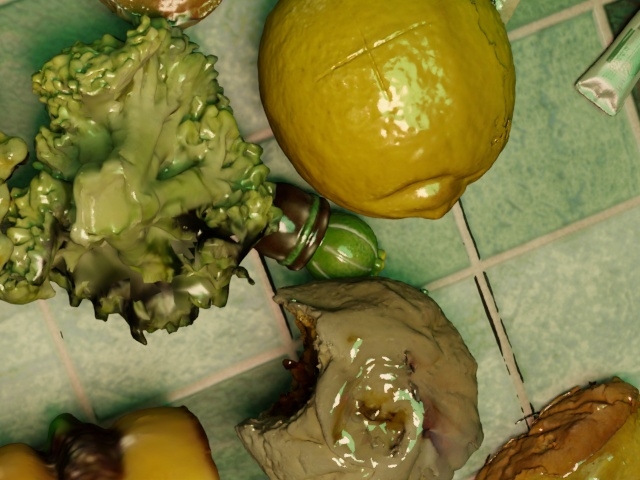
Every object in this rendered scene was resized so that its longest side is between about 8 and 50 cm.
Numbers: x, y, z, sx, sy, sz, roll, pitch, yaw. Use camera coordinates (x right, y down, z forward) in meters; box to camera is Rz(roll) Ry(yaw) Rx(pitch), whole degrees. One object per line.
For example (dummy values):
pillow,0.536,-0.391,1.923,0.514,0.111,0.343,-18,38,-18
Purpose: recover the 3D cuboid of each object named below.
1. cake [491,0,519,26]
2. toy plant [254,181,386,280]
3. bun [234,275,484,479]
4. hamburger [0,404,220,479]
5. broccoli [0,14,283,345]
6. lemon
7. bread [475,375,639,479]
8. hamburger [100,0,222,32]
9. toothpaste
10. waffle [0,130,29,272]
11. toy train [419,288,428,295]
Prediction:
cake,0.202,-0.345,1.716,0.116,0.086,0.220,32,90,-15
toy plant,0.000,0.000,1.719,0.162,0.093,0.093,27,91,-15
bun,0.059,0.180,1.620,0.281,0.205,0.282,-2,99,-15
hamburger,-0.225,0.386,1.573,0.277,0.396,0.396,-14,101,-11
broccoli,-0.187,-0.058,1.561,0.293,0.281,0.348,14,106,2
lemon,0.074,-0.173,1.614,0.297,0.297,0.297,-2,98,-12
bread,0.311,0.291,1.802,0.260,0.147,0.160,-34,101,-6
hamburger,-0.180,-0.310,1.632,0.177,0.113,0.186,-4,107,-17
toothpaste,0.397,-0.254,1.799,0.064,0.041,0.218,37,92,-4
waffle,-0.451,-0.046,1.545,0.317,0.073,0.297,33,100,20
toy train,0.104,0.095,1.785,0.053,0.033,0.083,16,95,-9
